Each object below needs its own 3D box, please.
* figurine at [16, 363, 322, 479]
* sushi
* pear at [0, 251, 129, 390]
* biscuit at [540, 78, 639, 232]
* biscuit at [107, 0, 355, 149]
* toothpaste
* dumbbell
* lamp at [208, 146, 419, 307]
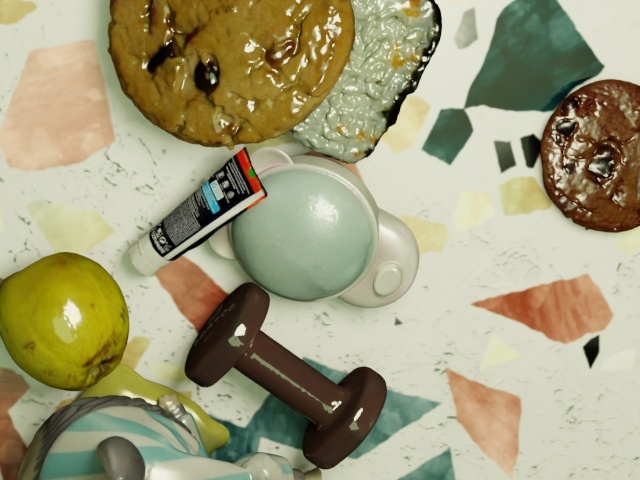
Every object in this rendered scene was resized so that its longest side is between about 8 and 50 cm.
[{"bbox_3d":[-0.168,0.332,1.701,0.361,0.377,0.266,15,99,-10],"label":"figurine"},{"bbox_3d":[0.049,-0.202,1.748,0.136,0.126,0.225,29,98,-13],"label":"sushi"},{"bbox_3d":[-0.296,0.092,1.745,0.149,0.149,0.162,-33,82,0],"label":"pear"},{"bbox_3d":[0.359,-0.102,1.853,0.192,0.049,0.192,-3,103,-12],"label":"biscuit"},{"bbox_3d":[-0.106,-0.240,1.679,0.296,0.075,0.295,1,93,18],"label":"biscuit"},{"bbox_3d":[-0.142,-0.025,1.760,0.193,0.045,0.071,-38,63,22],"label":"toothpaste"},{"bbox_3d":[-0.041,0.163,1.805,0.225,0.124,0.140,37,117,-14],"label":"dumbbell"},{"bbox_3d":[0.001,0.002,1.774,0.246,0.108,0.179,26,121,-10],"label":"lamp"}]
